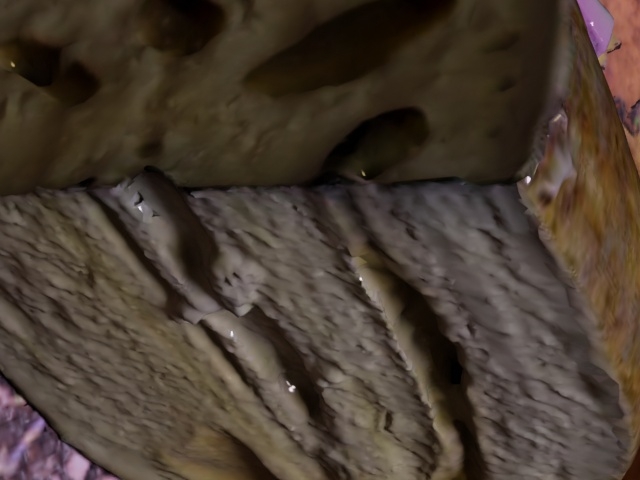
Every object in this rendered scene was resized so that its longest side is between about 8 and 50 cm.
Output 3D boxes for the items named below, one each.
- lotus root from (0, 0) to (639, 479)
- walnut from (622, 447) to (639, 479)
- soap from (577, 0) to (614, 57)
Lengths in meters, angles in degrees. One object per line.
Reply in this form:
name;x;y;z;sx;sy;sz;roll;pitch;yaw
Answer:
lotus root;0.015;0.007;0.638;0.260;0.267;0.149;54;47;-45
walnut;0.324;0.155;0.944;0.398;0.307;0.354;56;39;-30
soap;0.058;-0.126;0.825;0.203;0.065;0.122;50;54;-36
